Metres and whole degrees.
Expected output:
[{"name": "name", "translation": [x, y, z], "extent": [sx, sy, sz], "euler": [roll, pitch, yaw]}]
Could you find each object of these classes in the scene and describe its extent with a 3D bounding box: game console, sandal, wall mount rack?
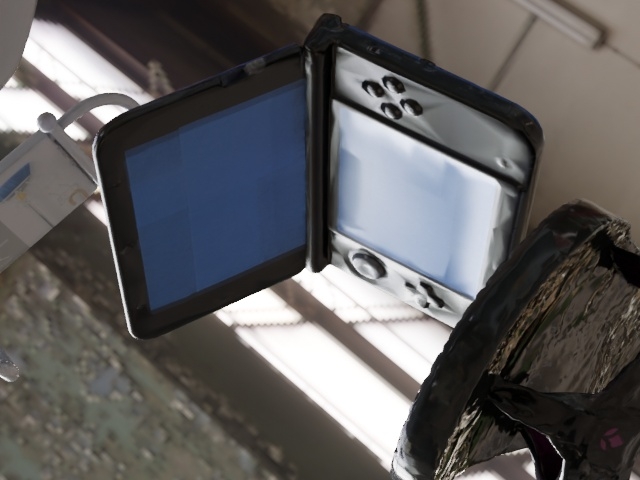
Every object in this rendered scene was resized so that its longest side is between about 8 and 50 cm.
[{"name": "game console", "translation": [0.000, 0.000, 1.137], "extent": [0.173, 0.250, 0.293], "euler": [-55, -17, -26]}, {"name": "sandal", "translation": [0.164, 0.069, 0.910], "extent": [0.168, 0.107, 0.446], "euler": [-63, -20, 12]}, {"name": "wall mount rack", "translation": [-0.298, -0.012, 1.506], "extent": [0.350, 0.130, 0.304], "euler": [-41, -31, -3]}]

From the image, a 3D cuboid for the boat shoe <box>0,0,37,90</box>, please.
[{"name": "boat shoe", "translation": [-0.170, -0.211, 0.807], "extent": [0.108, 0.102, 0.301], "euler": [-4, -48, -37]}]
